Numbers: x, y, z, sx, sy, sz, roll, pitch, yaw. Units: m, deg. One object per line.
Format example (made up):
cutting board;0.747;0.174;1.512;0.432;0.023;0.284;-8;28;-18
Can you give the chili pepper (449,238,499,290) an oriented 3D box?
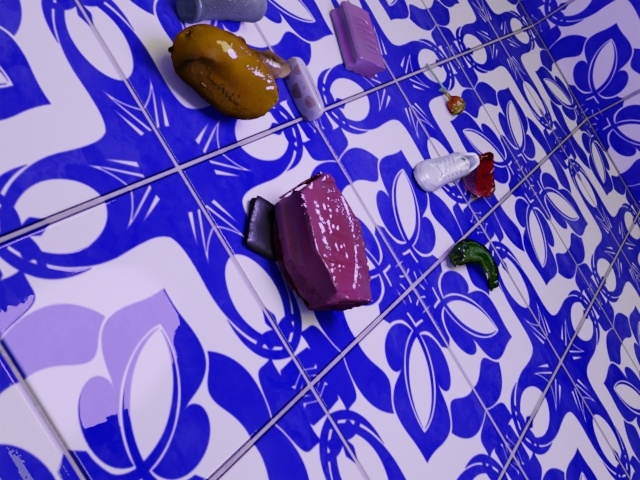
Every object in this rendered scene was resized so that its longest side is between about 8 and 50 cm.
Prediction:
chili pepper;0.416;0.056;2.059;0.279;0.065;0.122;19;50;-46

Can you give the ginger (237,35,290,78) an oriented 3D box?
ginger;-0.149;-0.400;1.713;0.214;0.059;0.133;13;50;-46

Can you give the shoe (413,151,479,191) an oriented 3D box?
shoe;0.369;-0.212;2.141;0.265;0.110;0.095;-21;85;-55

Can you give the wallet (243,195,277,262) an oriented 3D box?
wallet;-0.059;0.008;1.579;0.244;0.025;0.124;32;49;-34

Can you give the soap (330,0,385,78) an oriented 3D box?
soap;0.106;-0.568;2.101;0.122;0.065;0.203;6;62;-47

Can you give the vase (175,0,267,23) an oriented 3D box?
vase;-0.226;-0.537;1.684;0.219;0.096;0.096;-27;88;-49

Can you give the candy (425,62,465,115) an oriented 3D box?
candy;0.404;-0.497;2.416;0.201;0.060;0.060;55;37;3

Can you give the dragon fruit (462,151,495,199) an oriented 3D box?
dragon fruit;0.475;-0.202;2.282;0.102;0.096;0.147;-11;106;-41

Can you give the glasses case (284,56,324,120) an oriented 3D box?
glasses case;-0.043;-0.370;1.806;0.041;0.063;0.164;-15;79;-51

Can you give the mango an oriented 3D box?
mango;-0.194;-0.351;1.535;0.249;0.156;0.151;35;65;-23

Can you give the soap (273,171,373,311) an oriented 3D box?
soap;0.000;0.000;1.544;0.182;0.112;0.289;11;63;-48
